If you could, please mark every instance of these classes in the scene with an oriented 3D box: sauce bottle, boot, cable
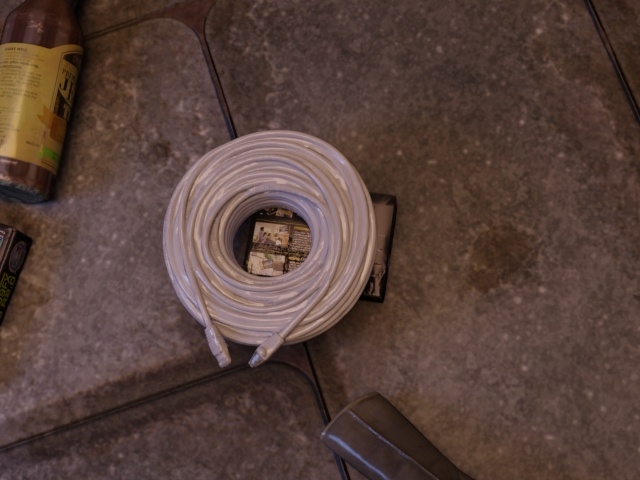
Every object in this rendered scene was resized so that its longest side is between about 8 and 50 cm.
[{"bbox_3d":[-0.371,-0.223,1.310,0.111,0.111,0.344,8,79,7],"label":"sauce bottle"},{"bbox_3d":[0.080,0.272,1.114,0.208,0.076,0.189,39,39,24],"label":"boot"},{"bbox_3d":[-0.058,0.000,1.193,0.257,0.089,0.257,-32,74,-2],"label":"cable"}]

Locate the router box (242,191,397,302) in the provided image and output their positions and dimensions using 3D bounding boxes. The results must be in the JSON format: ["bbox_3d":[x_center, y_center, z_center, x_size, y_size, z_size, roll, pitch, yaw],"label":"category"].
[{"bbox_3d":[0.000,0.000,1.257,0.179,0.046,0.133,8,78,7],"label":"router box"}]

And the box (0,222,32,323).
[{"bbox_3d":[-0.534,0.054,1.285,0.270,0.060,0.216,17,78,9],"label":"box"}]
